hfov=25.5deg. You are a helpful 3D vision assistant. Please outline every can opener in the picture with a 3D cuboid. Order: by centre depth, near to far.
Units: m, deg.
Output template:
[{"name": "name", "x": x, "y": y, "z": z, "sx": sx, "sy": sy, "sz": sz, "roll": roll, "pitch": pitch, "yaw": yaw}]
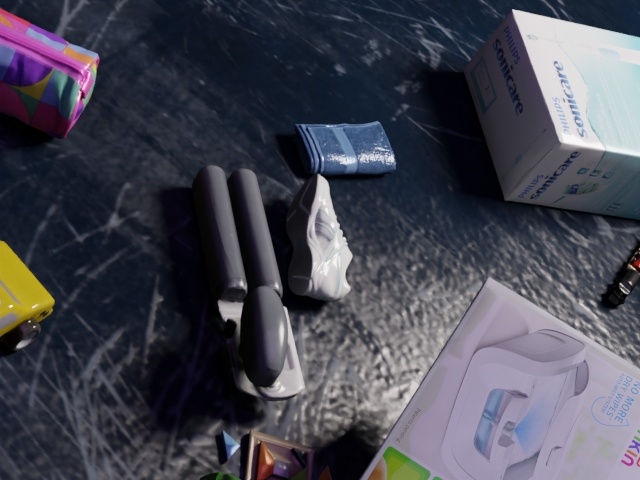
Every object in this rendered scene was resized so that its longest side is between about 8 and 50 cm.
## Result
[{"name": "can opener", "x": -0.066, "y": 0.034, "z": 1.396, "sx": 0.074, "sy": 0.093, "sz": 0.280, "roll": 7, "pitch": 47, "yaw": -27}]

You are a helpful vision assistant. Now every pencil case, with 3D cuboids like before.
[{"name": "pencil case", "x": -0.337, "y": -0.188, "z": 1.393, "sx": 0.236, "sy": 0.104, "sz": 0.104, "roll": 25, "pitch": 45, "yaw": -15}]

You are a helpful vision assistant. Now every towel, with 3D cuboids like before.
[{"name": "towel", "x": 0.029, "y": -0.103, "z": 1.608, "sx": 0.119, "sy": 0.029, "sz": 0.067, "roll": -2, "pitch": 57, "yaw": -35}]

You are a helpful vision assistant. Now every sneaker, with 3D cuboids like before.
[{"name": "sneaker", "x": 0.000, "y": 0.000, "z": 1.494, "sx": 0.061, "sy": 0.053, "sz": 0.152, "roll": 22, "pitch": 51, "yaw": -29}]

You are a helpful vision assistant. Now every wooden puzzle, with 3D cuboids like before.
[{"name": "wooden puzzle", "x": -0.036, "y": 0.213, "z": 1.315, "sx": 0.116, "sy": 0.014, "sz": 0.079, "roll": 14, "pitch": 49, "yaw": -23}]

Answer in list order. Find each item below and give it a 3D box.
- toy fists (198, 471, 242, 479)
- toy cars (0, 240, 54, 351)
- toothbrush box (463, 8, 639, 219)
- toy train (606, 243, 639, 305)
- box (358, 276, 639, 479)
[{"name": "toy fists", "x": -0.030, "y": 0.317, "z": 1.176, "sx": 0.279, "sy": 0.096, "sz": 0.142, "roll": 38, "pitch": 45, "yaw": -2}, {"name": "toy cars", "x": -0.403, "y": 0.036, "z": 1.172, "sx": 0.393, "sy": 0.087, "sz": 0.176, "roll": 11, "pitch": 49, "yaw": -25}, {"name": "toothbrush box", "x": 0.354, "y": -0.151, "z": 1.787, "sx": 0.295, "sy": 0.126, "sz": 0.216, "roll": 7, "pitch": 53, "yaw": -29}, {"name": "toy train", "x": 0.390, "y": 0.027, "z": 1.727, "sx": 0.027, "sy": 0.036, "sz": 0.158, "roll": 41, "pitch": 44, "yaw": 4}, {"name": "box", "x": 0.177, "y": 0.212, "z": 1.299, "sx": 0.231, "sy": 0.127, "sz": 0.262, "roll": 32, "pitch": 63, "yaw": 9}]
